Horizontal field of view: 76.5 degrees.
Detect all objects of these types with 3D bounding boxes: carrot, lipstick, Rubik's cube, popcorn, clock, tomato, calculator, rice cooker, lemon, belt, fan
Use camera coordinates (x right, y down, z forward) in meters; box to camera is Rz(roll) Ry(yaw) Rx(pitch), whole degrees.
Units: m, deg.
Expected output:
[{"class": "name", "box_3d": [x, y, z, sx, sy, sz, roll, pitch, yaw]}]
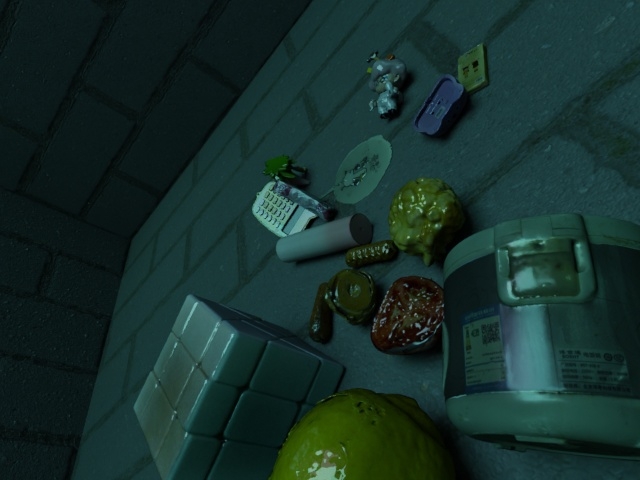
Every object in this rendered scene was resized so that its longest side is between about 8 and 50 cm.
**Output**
[{"class": "carrot", "box_3d": [0.003, 0.185, 1.061, 0.055, 0.055, 0.161, -26, 44, 41]}, {"class": "lipstick", "box_3d": [0.000, 0.000, 1.169, 0.327, 0.087, 0.087, -15, 54, 47]}, {"class": "Rubik's cube", "box_3d": [-0.198, 0.350, 0.960, 0.319, 0.322, 0.315, 15, 79, 55]}, {"class": "popcorn", "box_3d": [0.222, -0.041, 0.853, 0.180, 0.170, 0.180, -54, -6, -8]}, {"class": "clock", "box_3d": [0.308, -0.329, 1.020, 0.152, 0.050, 0.110, -59, 35, 21]}, {"class": "tomato", "box_3d": [0.192, 0.160, 0.798, 0.174, 0.082, 0.166, 4, 65, 59]}, {"class": "calculator", "box_3d": [-0.125, -0.098, 1.359, 0.237, 0.033, 0.157, 36, 97, 19]}, {"class": "rice cooker", "box_3d": [0.293, 0.118, 0.515, 0.288, 0.288, 0.276, -22, 51, 44]}, {"class": "lemon", "box_3d": [0.062, 0.384, 0.625, 0.297, 0.297, 0.296, -33, 42, 36]}, {"class": "belt", "box_3d": [-0.052, -0.131, 1.287, 0.232, 0.071, 0.053, 30, 101, 23]}, {"class": "fan", "box_3d": [0.062, -0.181, 1.290, 0.415, 0.012, 0.232, -30, 44, 38]}]

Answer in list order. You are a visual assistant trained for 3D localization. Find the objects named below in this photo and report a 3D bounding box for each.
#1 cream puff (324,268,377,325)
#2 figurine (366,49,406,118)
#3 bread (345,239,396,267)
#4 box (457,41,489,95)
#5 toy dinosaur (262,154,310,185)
[{"class": "cream puff", "box_3d": [0.074, 0.133, 0.953, 0.133, 0.120, 0.104, 65, 161, 11]}, {"class": "figurine", "box_3d": [0.207, -0.481, 1.243, 0.137, 0.112, 0.228, -24, 61, 53]}, {"class": "bread", "box_3d": [0.124, 0.034, 1.018, 0.157, 0.044, 0.052, -18, 58, 47]}, {"class": "box", "box_3d": [0.389, -0.436, 1.039, 0.073, 0.020, 0.149, -22, 49, 45]}, {"class": "toy dinosaur", "box_3d": [-0.132, -0.196, 1.463, 0.194, 0.177, 0.152, -21, 38, 5]}]
